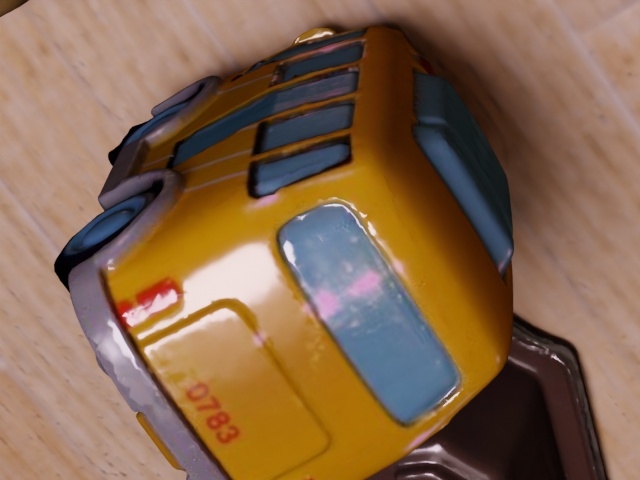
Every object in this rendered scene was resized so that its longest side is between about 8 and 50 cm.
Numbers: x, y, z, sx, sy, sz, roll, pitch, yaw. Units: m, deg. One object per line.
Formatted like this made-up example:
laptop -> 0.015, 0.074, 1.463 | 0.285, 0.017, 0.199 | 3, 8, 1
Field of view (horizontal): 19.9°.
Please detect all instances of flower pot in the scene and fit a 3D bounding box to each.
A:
flower pot -> 0.041, 0.154, 0.805 | 0.179, 0.084, 0.251 | -9, 116, 17

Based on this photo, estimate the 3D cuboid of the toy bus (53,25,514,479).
toy bus -> 0.000, 0.000, 0.665 | 0.136, 0.209, 0.126 | -29, 108, 15

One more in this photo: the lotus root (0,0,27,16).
lotus root -> -0.187, -0.162, 0.653 | 0.257, 0.140, 0.154 | 21, 128, -6
